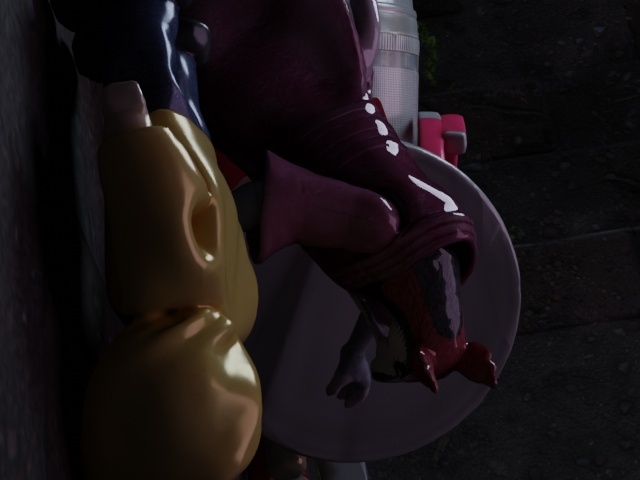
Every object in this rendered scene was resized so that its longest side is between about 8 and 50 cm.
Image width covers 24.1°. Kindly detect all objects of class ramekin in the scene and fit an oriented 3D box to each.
[{"bbox_3d":[0.019,0.038,1.250,0.127,0.273,0.273,-136,-145,-72],"label":"ramekin"}]

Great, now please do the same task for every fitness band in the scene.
[{"bbox_3d":[0.137,-0.037,1.713,0.291,0.054,0.209,-73,163,-76],"label":"fitness band"}]

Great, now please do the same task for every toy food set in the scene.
[{"bbox_3d":[-0.014,0.206,1.487,0.232,0.111,0.104,73,8,-58],"label":"toy food set"}]

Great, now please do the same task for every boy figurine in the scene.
[{"bbox_3d":[-0.083,0.000,0.773,0.177,0.092,0.285,78,5,-64],"label":"boy figurine"}]

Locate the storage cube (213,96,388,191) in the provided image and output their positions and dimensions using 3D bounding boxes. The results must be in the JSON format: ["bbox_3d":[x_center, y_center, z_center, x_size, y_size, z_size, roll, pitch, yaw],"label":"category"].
[{"bbox_3d":[0.000,0.000,1.528,0.183,0.215,0.193,77,-2,-56],"label":"storage cube"}]

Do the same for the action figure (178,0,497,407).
[{"bbox_3d":[0.019,-0.050,1.005,0.370,0.276,0.248,51,10,27],"label":"action figure"}]

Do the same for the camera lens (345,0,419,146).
[{"bbox_3d":[0.008,-0.171,1.808,0.219,0.219,0.274,-44,135,-88],"label":"camera lens"}]
